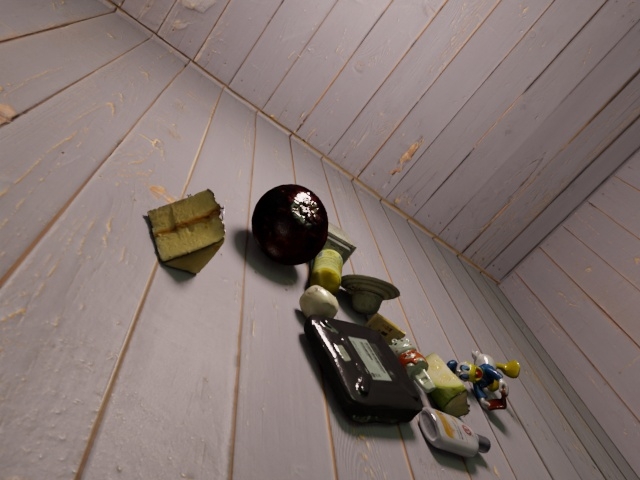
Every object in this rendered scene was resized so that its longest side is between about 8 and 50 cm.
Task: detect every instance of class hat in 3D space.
[{"bbox_3d":[0.177,0.229,1.941,0.252,0.252,0.110,30,63,-28],"label":"hat"}]

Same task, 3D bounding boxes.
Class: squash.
[{"bbox_3d":[0.423,0.489,1.823,0.288,0.111,0.203,-113,-178,-47],"label":"squash"}]

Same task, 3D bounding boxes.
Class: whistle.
[{"bbox_3d":[0.318,0.434,1.776,0.106,0.101,0.253,34,14,-41],"label":"whistle"}]

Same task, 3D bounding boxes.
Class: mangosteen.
[{"bbox_3d":[-0.120,-0.055,1.821,0.297,0.293,0.297,14,73,-53],"label":"mangosteen"}]

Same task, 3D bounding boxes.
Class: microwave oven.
[{"bbox_3d":[0.000,0.000,2.074,0.240,0.145,0.194,29,18,-29],"label":"microwave oven"}]

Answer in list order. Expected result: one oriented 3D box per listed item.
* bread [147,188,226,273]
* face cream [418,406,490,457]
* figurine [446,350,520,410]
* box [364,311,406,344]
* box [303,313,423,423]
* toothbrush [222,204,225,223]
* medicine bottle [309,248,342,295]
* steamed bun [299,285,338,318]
[{"bbox_3d":[-0.376,-0.050,1.437,0.135,0.178,0.240,24,27,-43],"label":"bread"},{"bbox_3d":[0.440,0.629,1.618,0.291,0.071,0.144,30,21,-29],"label":"face cream"},{"bbox_3d":[0.651,0.578,2.069,0.338,0.204,0.283,20,32,-19],"label":"figurine"},{"bbox_3d":[0.246,0.337,1.906,0.149,0.073,0.020,37,21,-12],"label":"box"},{"bbox_3d":[0.131,0.389,1.540,0.350,0.091,0.359,22,26,-43],"label":"box"},{"bbox_3d":[-0.353,-0.095,1.837,0.011,0.013,0.131,21,26,-22],"label":"toothbrush"},{"bbox_3d":[0.022,0.125,1.893,0.124,0.124,0.239,37,20,-10],"label":"medicine bottle"},{"bbox_3d":[-0.002,0.216,1.640,0.130,0.112,0.091,44,-3,-19],"label":"steamed bun"}]
